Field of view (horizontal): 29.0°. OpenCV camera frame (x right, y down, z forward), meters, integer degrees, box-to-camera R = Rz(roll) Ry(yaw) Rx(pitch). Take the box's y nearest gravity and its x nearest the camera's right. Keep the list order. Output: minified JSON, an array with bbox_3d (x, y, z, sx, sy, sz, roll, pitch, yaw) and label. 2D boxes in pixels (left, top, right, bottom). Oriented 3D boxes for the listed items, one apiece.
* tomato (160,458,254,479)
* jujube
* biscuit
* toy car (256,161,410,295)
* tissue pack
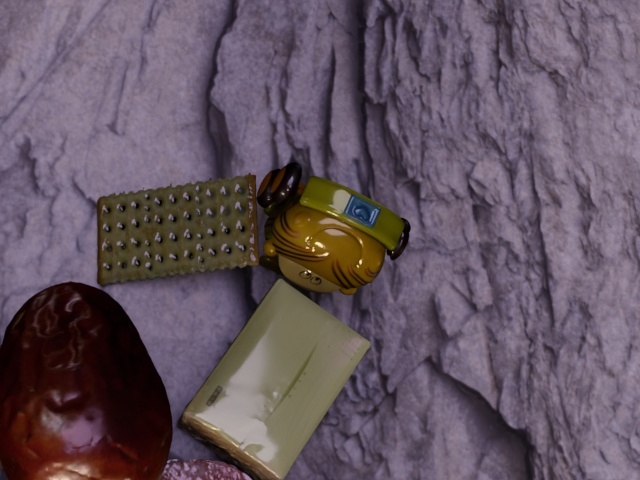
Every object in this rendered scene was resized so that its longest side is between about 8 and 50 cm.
[{"bbox_3d":[-0.167,0.390,1.593,0.225,0.085,0.225,6,69,-17],"label":"tomato"},{"bbox_3d":[-0.296,0.197,1.525,0.223,0.223,0.318,-3,41,-16],"label":"jujube"},{"bbox_3d":[-0.199,-0.016,1.702,0.231,0.016,0.139,-7,72,11],"label":"biscuit"},{"bbox_3d":[0.000,0.000,1.683,0.200,0.248,0.142,26,80,-12],"label":"toy car"},{"bbox_3d":[-0.064,0.194,1.662,0.159,0.125,0.234,36,68,-1],"label":"tissue pack"}]
